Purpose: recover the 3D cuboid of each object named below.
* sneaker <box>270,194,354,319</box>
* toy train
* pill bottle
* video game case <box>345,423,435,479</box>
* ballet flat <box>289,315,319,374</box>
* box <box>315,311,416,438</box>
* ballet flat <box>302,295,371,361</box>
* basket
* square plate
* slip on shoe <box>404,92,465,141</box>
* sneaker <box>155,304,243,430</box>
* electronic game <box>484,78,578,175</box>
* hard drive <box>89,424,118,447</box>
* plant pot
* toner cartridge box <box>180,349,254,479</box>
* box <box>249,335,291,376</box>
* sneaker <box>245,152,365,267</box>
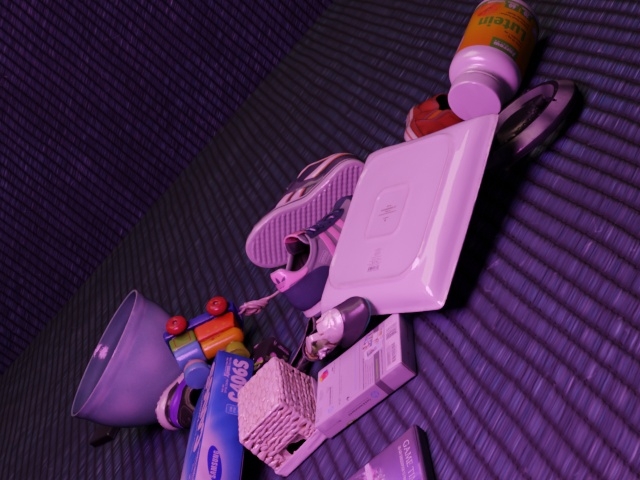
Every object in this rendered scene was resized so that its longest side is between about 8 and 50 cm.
[{"bbox_3d":[0.000,0.000,1.990,0.112,0.131,0.319,-32,26,40],"label":"sneaker"},{"bbox_3d":[-0.168,0.183,1.938,0.248,0.105,0.143,-25,39,-5],"label":"toy train"},{"bbox_3d":[0.324,-0.341,1.916,0.136,0.136,0.245,-26,30,48],"label":"pill bottle"},{"bbox_3d":[0.046,0.390,1.349,0.274,0.026,0.196,-42,21,17],"label":"video game case"},{"bbox_3d":[-0.042,0.215,1.811,0.173,0.049,0.057,-58,21,-22],"label":"ballet flat"},{"bbox_3d":[0.070,0.211,1.600,0.186,0.038,0.145,-40,21,21],"label":"box"},{"bbox_3d":[0.019,0.155,1.694,0.074,0.074,0.203,-63,6,-33],"label":"ballet flat"},{"bbox_3d":[-0.066,0.284,1.657,0.113,0.103,0.167,-46,21,13],"label":"basket"},{"bbox_3d":[0.131,-0.039,1.692,0.347,0.049,0.344,-13,53,57],"label":"square plate"},{"bbox_3d":[0.228,-0.198,1.904,0.101,0.123,0.331,-38,18,19],"label":"slip on shoe"},{"bbox_3d":[-0.207,0.255,2.035,0.146,0.102,0.293,-13,44,49],"label":"sneaker"},{"bbox_3d":[0.347,-0.195,1.735,0.229,0.048,0.229,-40,14,13],"label":"electronic game"},{"bbox_3d":[-0.500,0.428,2.427,0.094,0.022,0.135,-29,28,43],"label":"hard drive"},{"bbox_3d":[-0.374,0.277,2.144,0.293,0.196,0.293,-54,18,27],"label":"plant pot"},{"bbox_3d":[-0.184,0.359,1.729,0.348,0.075,0.165,-88,18,-60],"label":"toner cartridge box"},{"bbox_3d":[-0.103,0.234,1.899,0.062,0.052,0.083,-29,27,43],"label":"box"},{"bbox_3d":[-0.030,-0.068,2.194,0.321,0.126,0.127,-37,25,3],"label":"sneaker"}]
